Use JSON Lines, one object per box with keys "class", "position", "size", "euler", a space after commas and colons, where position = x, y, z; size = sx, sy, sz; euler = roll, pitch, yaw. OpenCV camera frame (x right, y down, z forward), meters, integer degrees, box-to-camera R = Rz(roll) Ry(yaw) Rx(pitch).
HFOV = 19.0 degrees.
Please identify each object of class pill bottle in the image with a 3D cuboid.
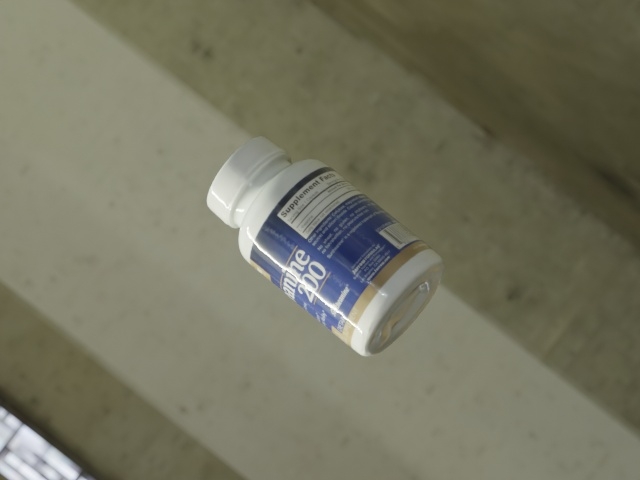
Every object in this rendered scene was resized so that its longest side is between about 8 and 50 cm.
{"class": "pill bottle", "position": [0.000, 0.000, 1.002], "size": [0.120, 0.067, 0.067], "euler": [39, 180, 18]}
